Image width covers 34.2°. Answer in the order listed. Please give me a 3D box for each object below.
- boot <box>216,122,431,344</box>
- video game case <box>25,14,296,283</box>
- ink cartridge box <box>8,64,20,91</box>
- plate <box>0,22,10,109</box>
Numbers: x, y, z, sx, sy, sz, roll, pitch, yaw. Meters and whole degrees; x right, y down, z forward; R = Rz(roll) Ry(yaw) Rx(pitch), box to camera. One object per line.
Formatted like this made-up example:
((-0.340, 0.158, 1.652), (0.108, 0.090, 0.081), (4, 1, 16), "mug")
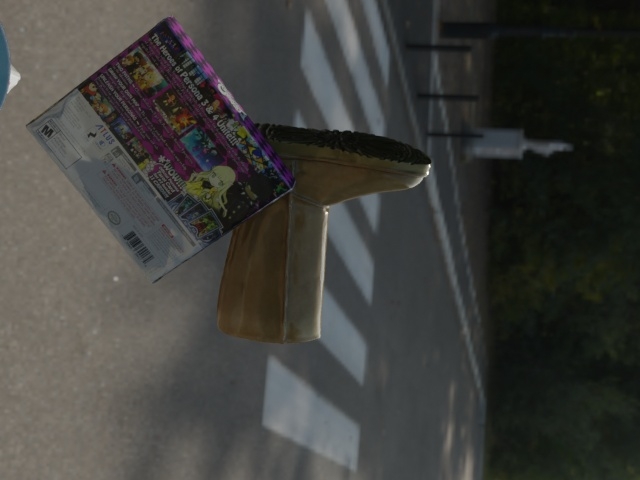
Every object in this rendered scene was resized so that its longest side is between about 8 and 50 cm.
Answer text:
((0.000, 0.000, 1.270), (0.089, 0.236, 0.269), (-68, 167, -65), "boot")
((-0.179, -0.097, 1.168), (0.232, 0.210, 0.042), (53, 18, -12), "video game case")
((-0.620, -0.260, 1.679), (0.172, 0.100, 0.237), (-44, 172, 4), "ink cartridge box")
((-0.379, -0.162, 0.949), (0.024, 0.188, 0.188), (22, -63, 53), "plate")
